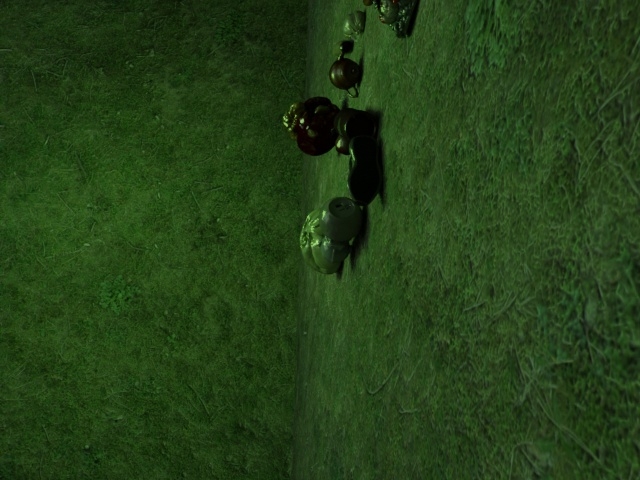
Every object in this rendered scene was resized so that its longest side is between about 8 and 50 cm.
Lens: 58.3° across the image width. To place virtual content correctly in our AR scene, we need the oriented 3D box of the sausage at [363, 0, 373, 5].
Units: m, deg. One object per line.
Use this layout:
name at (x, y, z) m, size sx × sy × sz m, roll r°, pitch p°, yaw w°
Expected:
sausage at (0.165, -0.788, 1.770) m, size 0.062 × 0.054 × 0.183 m, roll -55°, pitch -7°, yaw -23°

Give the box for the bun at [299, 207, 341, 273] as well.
bun at (0.000, 0.000, 2.218) m, size 0.259 × 0.160 × 0.259 m, roll -178°, pitch 90°, yaw -85°

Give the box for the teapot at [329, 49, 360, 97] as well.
teapot at (0.096, -0.589, 2.034) m, size 0.116 × 0.116 × 0.173 m, roll -111°, pitch -1°, yaw -72°

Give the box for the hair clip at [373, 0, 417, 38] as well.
hair clip at (0.175, -0.648, 1.481) m, size 0.321 × 0.091 × 0.138 m, roll -96°, pitch 15°, yaw -45°

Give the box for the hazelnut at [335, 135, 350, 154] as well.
hazelnut at (0.090, -0.343, 2.019) m, size 0.086 × 0.087 × 0.086 m, roll -176°, pitch 90°, yaw -82°

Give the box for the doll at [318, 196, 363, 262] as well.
doll at (0.058, -0.021, 1.887) m, size 0.287 × 0.151 × 0.150 m, roll 98°, pitch 172°, yaw -56°

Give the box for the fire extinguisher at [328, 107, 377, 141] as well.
fire extinguisher at (0.089, -0.363, 1.855) m, size 0.138 × 0.102 × 0.344 m, roll -47°, pitch 15°, yaw 6°

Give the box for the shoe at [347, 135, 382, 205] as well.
shoe at (0.124, -0.190, 1.657) m, size 0.112 × 0.099 × 0.227 m, roll 92°, pitch 180°, yaw -67°

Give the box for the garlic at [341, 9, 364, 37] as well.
garlic at (0.116, -0.769, 2.048) m, size 0.113 × 0.074 × 0.094 m, roll 126°, pitch 160°, yaw -47°

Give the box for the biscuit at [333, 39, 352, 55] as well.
biscuit at (0.086, -0.775, 2.314) m, size 0.055 × 0.061 × 0.219 m, roll 50°, pitch -173°, yaw -15°

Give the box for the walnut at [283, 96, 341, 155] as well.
walnut at (-0.031, -0.459, 2.343) m, size 0.269 × 0.244 × 0.221 m, roll 99°, pitch 171°, yaw -61°
